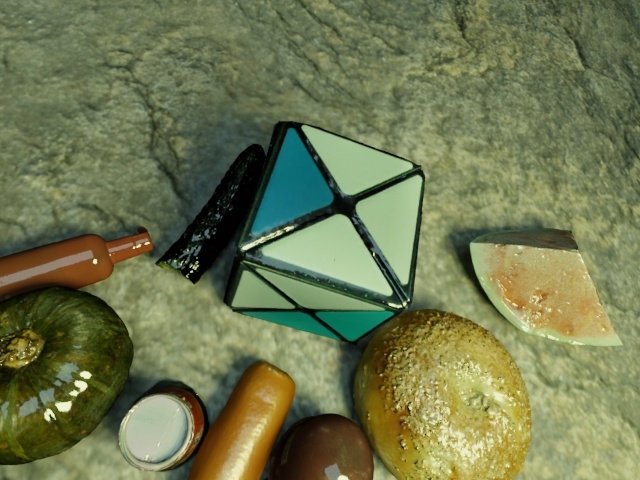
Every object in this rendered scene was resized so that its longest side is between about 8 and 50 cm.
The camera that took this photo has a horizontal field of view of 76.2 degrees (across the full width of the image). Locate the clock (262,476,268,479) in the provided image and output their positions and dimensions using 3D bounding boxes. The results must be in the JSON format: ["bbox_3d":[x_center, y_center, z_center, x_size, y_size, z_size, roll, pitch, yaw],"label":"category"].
[{"bbox_3d":[-0.028,0.444,0.577,0.214,0.042,0.215,6,67,-13],"label":"clock"}]

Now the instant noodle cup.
[{"bbox_3d":[-0.213,0.254,0.553,0.127,0.136,0.127,5,68,-13],"label":"instant noodle cup"}]

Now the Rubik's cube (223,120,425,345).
[{"bbox_3d":[0.000,-0.001,0.658,0.246,0.248,0.250,17,64,-7],"label":"Rubik's cube"}]

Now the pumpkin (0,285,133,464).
[{"bbox_3d":[-0.365,0.170,0.538,0.223,0.157,0.224,3,56,-4],"label":"pumpkin"}]

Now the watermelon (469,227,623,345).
[{"bbox_3d":[0.446,0.080,0.798,0.255,0.176,0.260,-22,97,-14],"label":"watermelon"}]

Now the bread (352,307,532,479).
[{"bbox_3d":[0.206,0.254,0.657,0.305,0.159,0.306,6,65,-13],"label":"bread"}]

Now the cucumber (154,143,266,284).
[{"bbox_3d":[-0.171,-0.060,0.733,0.081,0.072,0.304,30,63,-1],"label":"cucumber"}]

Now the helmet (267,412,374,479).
[{"bbox_3d":[0.019,0.307,0.577,0.155,0.106,0.175,32,32,9],"label":"helmet"}]

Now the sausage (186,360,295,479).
[{"bbox_3d":[-0.116,0.291,0.591,0.098,0.098,0.238,30,62,-2],"label":"sausage"}]

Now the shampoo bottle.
[{"bbox_3d":[-0.386,0.037,0.630,0.244,0.085,0.086,-21,75,-24],"label":"shampoo bottle"}]
